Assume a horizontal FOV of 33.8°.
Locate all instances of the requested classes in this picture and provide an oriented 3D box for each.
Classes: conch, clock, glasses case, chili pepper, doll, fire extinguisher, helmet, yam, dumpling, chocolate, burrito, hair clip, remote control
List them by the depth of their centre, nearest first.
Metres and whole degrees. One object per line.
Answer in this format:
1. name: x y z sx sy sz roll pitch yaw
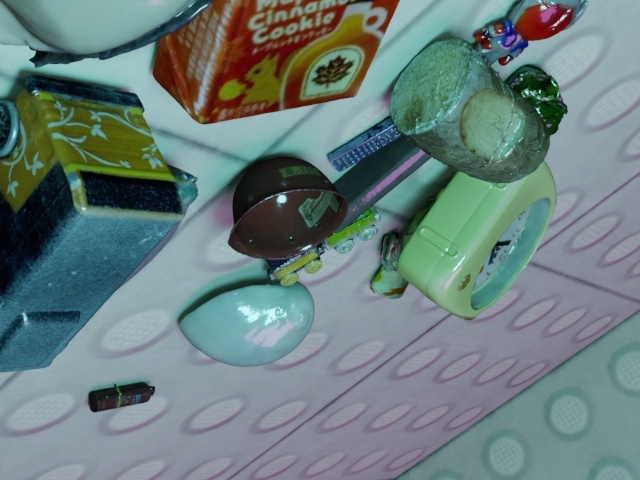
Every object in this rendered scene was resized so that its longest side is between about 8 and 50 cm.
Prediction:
1. dumpling: -0.193 -0.243 0.868 0.293 0.163 0.204 -20 168 12
2. chocolate: -0.038 -0.239 1.108 0.238 0.108 0.234 -12 149 -30
3. hair clip: -0.246 0.000 1.385 0.096 0.110 0.358 24 140 -10
4. doll: 0.284 -0.293 1.404 0.195 0.062 0.104 -33 127 24
5. yam: 0.196 -0.169 1.425 0.154 0.154 0.254 -39 147 19
6. helmet: -0.062 -0.055 1.426 0.175 0.106 0.155 -13 148 -28
7. remote control: 0.082 -0.148 1.502 0.153 0.027 0.043 -31 159 7
8. glasses case: 0.078 -0.092 1.546 0.191 0.072 0.042 -39 137 20
9. chili pepper: 0.325 -0.197 1.630 0.108 0.062 0.216 -28 156 12
10. conch: -0.115 0.134 1.715 0.221 0.121 0.184 -19 135 -3
11. clock: 0.278 -0.005 1.784 0.286 0.117 0.348 -54 156 -1
12. fire extinguisher: -0.337 0.268 1.825 0.132 0.039 0.056 -5 155 -42
13. burrito: 0.145 0.025 1.866 0.104 0.054 0.288 -13 152 -28

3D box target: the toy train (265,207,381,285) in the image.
1. toy train: 0.000 0.000 1.656 0.202 0.060 0.081 -30 148 2

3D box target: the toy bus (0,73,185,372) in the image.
1. toy bus: -0.311 -0.006 1.152 0.162 0.194 0.323 3 140 -51
